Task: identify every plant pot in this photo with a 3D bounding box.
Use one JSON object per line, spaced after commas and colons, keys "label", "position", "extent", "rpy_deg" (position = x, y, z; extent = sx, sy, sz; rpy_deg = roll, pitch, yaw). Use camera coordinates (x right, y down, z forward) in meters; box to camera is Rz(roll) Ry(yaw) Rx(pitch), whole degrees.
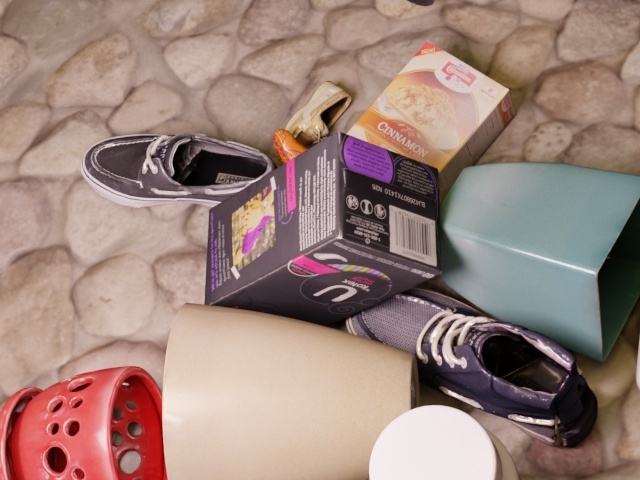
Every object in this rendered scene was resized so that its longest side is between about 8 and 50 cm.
{"label": "plant pot", "position": [-0.024, 0.201, 1.844], "extent": [0.274, 0.256, 0.256], "rpy_deg": [0, 65, 8]}
{"label": "plant pot", "position": [-0.292, 0.255, 1.918], "extent": [0.174, 0.191, 0.191], "rpy_deg": [-8, 63, 20]}
{"label": "plant pot", "position": [0.261, 0.007, 1.889], "extent": [0.234, 0.165, 0.165], "rpy_deg": [16, 53, 27]}

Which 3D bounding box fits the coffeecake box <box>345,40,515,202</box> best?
{"label": "coffeecake box", "position": [0.142, -0.149, 2.059], "extent": [0.142, 0.068, 0.185], "rpy_deg": [35, 77, 27]}

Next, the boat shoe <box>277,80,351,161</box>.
{"label": "boat shoe", "position": [-0.008, -0.156, 2.112], "extent": [0.045, 0.050, 0.135], "rpy_deg": [26, 74, 30]}

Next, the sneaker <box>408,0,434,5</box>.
{"label": "sneaker", "position": [0.104, -0.446, 2.205], "extent": [0.121, 0.111, 0.300], "rpy_deg": [-30, 60, -22]}

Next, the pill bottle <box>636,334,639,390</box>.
{"label": "pill bottle", "position": [0.439, 0.120, 1.815], "extent": [0.136, 0.136, 0.245], "rpy_deg": [4, 67, 16]}

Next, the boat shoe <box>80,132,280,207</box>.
{"label": "boat shoe", "position": [-0.193, -0.099, 2.103], "extent": [0.301, 0.102, 0.108], "rpy_deg": [12, 69, 19]}

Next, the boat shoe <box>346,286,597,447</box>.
{"label": "boat shoe", "position": [0.171, 0.122, 1.871], "extent": [0.340, 0.158, 0.127], "rpy_deg": [23, 73, 23]}

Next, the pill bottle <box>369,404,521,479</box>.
{"label": "pill bottle", "position": [0.147, 0.290, 1.727], "extent": [0.160, 0.283, 0.160], "rpy_deg": [-6, 64, 12]}

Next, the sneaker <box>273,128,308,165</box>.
{"label": "sneaker", "position": [0.003, -0.082, 2.060], "extent": [0.067, 0.064, 0.175], "rpy_deg": [-40, 84, -14]}

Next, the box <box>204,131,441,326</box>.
{"label": "box", "position": [0.000, 0.000, 1.901], "extent": [0.270, 0.165, 0.143], "rpy_deg": [-28, 53, 46]}
